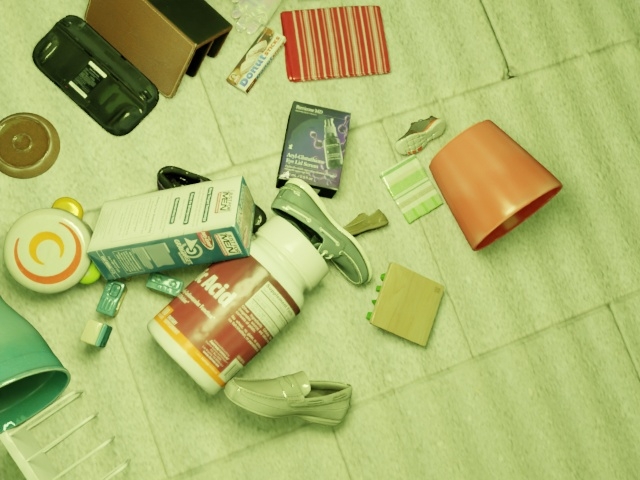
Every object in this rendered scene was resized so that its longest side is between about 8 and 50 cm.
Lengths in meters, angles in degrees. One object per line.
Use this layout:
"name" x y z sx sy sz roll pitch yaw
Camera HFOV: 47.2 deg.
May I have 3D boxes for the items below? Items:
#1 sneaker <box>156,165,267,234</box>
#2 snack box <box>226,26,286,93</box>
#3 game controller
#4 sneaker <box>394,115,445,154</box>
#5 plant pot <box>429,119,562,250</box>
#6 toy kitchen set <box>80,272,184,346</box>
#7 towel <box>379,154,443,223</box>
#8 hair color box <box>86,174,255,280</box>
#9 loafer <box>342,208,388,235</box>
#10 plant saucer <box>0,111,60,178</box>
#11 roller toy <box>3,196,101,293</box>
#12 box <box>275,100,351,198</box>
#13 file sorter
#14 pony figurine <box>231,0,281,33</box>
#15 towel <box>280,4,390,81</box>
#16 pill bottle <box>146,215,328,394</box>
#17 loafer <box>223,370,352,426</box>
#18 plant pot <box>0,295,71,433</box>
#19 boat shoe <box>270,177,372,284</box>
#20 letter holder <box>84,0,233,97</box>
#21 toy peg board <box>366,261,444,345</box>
"sneaker" -0.265 -0.093 1.760 0.283 0.124 0.107 22 78 -5
"snack box" -0.164 -0.462 1.877 0.064 0.022 0.178 32 81 15
"game controller" -0.556 -0.407 1.808 0.319 0.067 0.166 43 93 1
"sneaker" 0.250 -0.277 1.911 0.158 0.061 0.065 -29 47 -20
"plant pot" 0.417 -0.147 1.816 0.275 0.275 0.243 -31 76 -12
"toy kitchen set" -0.429 0.163 1.694 0.166 0.122 0.207 20 78 -5
"towel" 0.234 -0.133 1.899 0.113 0.023 0.152 -30 88 -10
"hair color box" -0.331 -0.028 1.656 0.347 0.105 0.173 -10 44 12
"loafer" 0.099 -0.041 1.846 0.148 0.056 0.050 -16 83 -21
"plant saucer" -0.716 -0.232 1.765 0.169 0.029 0.168 1 81 -9
"roller toy" -0.614 0.020 1.677 0.191 0.146 0.209 -21 95 -10
"box" -0.019 -0.224 1.829 0.153 0.108 0.207 10 80 -6
"file sorter" -0.526 0.480 1.593 0.173 0.193 0.277 -35 87 -15
"pony figurine" -0.188 -0.698 1.749 0.351 0.363 0.303 -39 97 28
"towel" 0.037 -0.518 1.926 0.275 0.031 0.198 -7 82 -10
"pill bottle" -0.182 0.140 1.683 0.392 0.224 0.224 -44 89 -13
"loafer" -0.068 0.347 1.679 0.319 0.112 0.111 16 103 -34
"plant pot" -0.722 0.253 1.576 0.272 0.271 0.255 -32 72 -12
"boat shoe" 0.000 0.000 1.761 0.319 0.116 0.099 51 59 -16
"letter holder" -0.408 -0.532 1.815 0.302 0.214 0.152 42 45 1
"toy peg board" 0.201 0.158 1.825 0.161 0.079 0.161 25 78 -20
